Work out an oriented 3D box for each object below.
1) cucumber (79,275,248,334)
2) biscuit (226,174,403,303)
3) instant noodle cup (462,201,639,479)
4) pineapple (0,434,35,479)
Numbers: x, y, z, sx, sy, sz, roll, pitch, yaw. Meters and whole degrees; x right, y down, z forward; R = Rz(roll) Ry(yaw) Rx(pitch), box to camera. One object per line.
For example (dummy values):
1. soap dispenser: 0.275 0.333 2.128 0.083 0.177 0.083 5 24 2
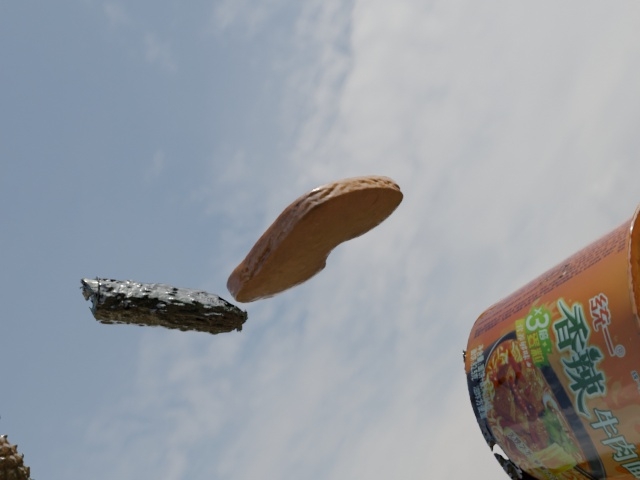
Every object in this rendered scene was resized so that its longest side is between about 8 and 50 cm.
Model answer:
1. cucumber: -0.165 0.070 1.435 0.053 0.181 0.053 -173 90 -81
2. biscuit: 0.000 0.000 1.536 0.186 0.036 0.192 -9 -33 -51
3. instant noodle cup: 0.231 0.096 1.024 0.182 0.230 0.230 -27 8 39
4. pineapple: -0.281 0.153 1.080 0.074 0.074 0.159 -39 -61 -51
